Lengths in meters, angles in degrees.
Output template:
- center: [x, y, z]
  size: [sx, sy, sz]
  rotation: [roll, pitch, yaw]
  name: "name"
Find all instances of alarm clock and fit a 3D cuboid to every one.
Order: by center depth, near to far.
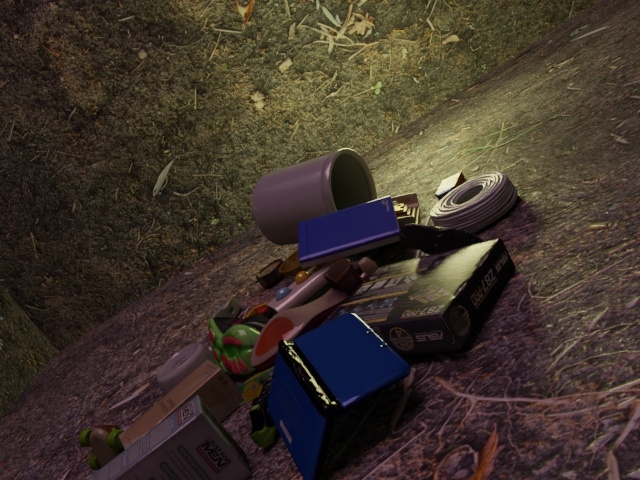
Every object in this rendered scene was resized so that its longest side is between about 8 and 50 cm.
- center: [-0.211, 0.143, 2.465]
  size: [0.192, 0.064, 0.129]
  rotation: [-27, 16, 20]
  name: "alarm clock"

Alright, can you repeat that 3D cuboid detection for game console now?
- center: [0.025, 0.311, 1.251]
  size: [0.173, 0.250, 0.293]
  rotation: [6, 14, -23]
  name: "game console"

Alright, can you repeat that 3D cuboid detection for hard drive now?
- center: [0.086, -0.030, 1.912]
  size: [0.318, 0.040, 0.210]
  rotation: [-16, 36, 9]
  name: "hard drive"

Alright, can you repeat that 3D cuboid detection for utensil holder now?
- center: [-0.027, -0.156, 2.360]
  size: [0.385, 0.327, 0.327]
  rotation: [-10, 26, 35]
  name: "utensil holder"

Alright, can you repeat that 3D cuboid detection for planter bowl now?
- center: [-0.039, 0.084, 2.223]
  size: [0.217, 0.090, 0.217]
  rotation: [-32, 15, 10]
  name: "planter bowl"

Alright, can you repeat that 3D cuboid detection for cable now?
- center: [0.442, -0.106, 1.772]
  size: [0.257, 0.089, 0.257]
  rotation: [-28, 16, 23]
  name: "cable"

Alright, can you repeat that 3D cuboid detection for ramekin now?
- center: [-0.427, 0.422, 1.956]
  size: [0.207, 0.109, 0.207]
  rotation: [-32, 14, 9]
  name: "ramekin"

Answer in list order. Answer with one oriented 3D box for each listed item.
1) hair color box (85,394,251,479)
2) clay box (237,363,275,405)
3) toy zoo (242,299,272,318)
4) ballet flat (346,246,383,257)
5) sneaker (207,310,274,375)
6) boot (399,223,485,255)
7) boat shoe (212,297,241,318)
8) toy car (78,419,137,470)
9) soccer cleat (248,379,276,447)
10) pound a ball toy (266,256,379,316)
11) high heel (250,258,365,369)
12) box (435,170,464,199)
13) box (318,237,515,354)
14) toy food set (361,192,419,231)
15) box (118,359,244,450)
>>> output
- center: [-0.356, 0.531, 1.297]
  size: [0.374, 0.185, 0.113]
  rotation: [-36, 14, -8]
  name: "hair color box"
- center: [-0.115, 0.345, 1.557]
  size: [0.222, 0.053, 0.127]
  rotation: [-30, -6, 13]
  name: "clay box"
- center: [-0.203, 0.272, 2.100]
  size: [0.293, 0.030, 0.192]
  rotation: [-23, 18, 37]
  name: "toy zoo"
- center: [0.141, 0.019, 2.082]
  size: [0.203, 0.074, 0.074]
  rotation: [-9, 28, 46]
  name: "ballet flat"
- center: [-0.211, 0.307, 1.819]
  size: [0.202, 0.185, 0.483]
  rotation: [-11, 3, -23]
  name: "sneaker"
- center: [0.343, 0.009, 1.596]
  size: [0.236, 0.085, 0.178]
  rotation: [15, 4, 25]
  name: "boot"
- center: [-0.375, 0.299, 2.327]
  size: [0.081, 0.079, 0.227]
  rotation: [-39, 7, 21]
  name: "boat shoe"
- center: [-0.566, 0.568, 1.764]
  size: [0.155, 0.149, 0.188]
  rotation: [-10, 14, 32]
  name: "toy car"
- center: [-0.128, 0.387, 1.398]
  size: [0.060, 0.072, 0.179]
  rotation: [-26, 34, 22]
  name: "soccer cleat"
- center: [0.003, 0.141, 1.861]
  size: [0.319, 0.136, 0.208]
  rotation: [-39, 15, -15]
  name: "pound a ball toy"
- center: [-0.010, 0.232, 1.604]
  size: [0.377, 0.181, 0.127]
  rotation: [-42, 37, -10]
  name: "high heel"
- center: [0.456, -0.191, 2.146]
  size: [0.081, 0.028, 0.136]
  rotation: [-24, 20, 36]
  name: "box"
- center: [0.215, 0.142, 1.425]
  size: [0.395, 0.097, 0.318]
  rotation: [-17, 16, 46]
  name: "box"
- center: [0.220, -0.092, 2.080]
  size: [0.219, 0.092, 0.306]
  rotation: [-12, 17, 15]
  name: "toy food set"
- center: [-0.371, 0.477, 1.630]
  size: [0.311, 0.121, 0.148]
  rotation: [-40, 16, -22]
  name: "box"
